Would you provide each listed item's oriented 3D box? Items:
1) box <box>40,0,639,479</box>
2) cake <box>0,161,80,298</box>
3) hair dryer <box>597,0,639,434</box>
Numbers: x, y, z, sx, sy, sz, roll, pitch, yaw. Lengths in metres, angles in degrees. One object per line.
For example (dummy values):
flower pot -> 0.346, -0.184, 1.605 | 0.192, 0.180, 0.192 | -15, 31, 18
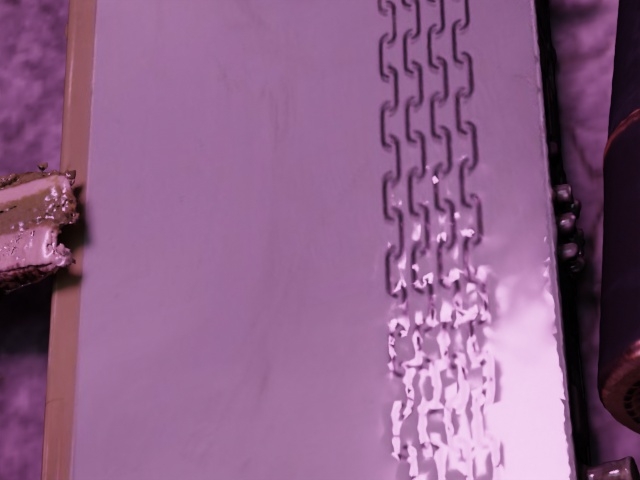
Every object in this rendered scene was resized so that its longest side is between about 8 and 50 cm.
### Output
box -> 0.000, 0.000, 0.633 | 0.211, 0.045, 0.270 | -11, 61, 15
cake -> -0.142, 0.006, 0.671 | 0.140, 0.055, 0.051 | -6, 61, 23
hair dryer -> 0.128, -0.090, 0.452 | 0.107, 0.352, 0.189 | 3, 64, 9
